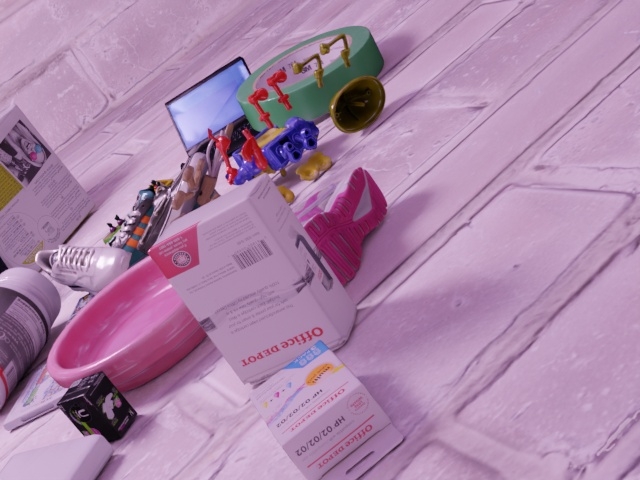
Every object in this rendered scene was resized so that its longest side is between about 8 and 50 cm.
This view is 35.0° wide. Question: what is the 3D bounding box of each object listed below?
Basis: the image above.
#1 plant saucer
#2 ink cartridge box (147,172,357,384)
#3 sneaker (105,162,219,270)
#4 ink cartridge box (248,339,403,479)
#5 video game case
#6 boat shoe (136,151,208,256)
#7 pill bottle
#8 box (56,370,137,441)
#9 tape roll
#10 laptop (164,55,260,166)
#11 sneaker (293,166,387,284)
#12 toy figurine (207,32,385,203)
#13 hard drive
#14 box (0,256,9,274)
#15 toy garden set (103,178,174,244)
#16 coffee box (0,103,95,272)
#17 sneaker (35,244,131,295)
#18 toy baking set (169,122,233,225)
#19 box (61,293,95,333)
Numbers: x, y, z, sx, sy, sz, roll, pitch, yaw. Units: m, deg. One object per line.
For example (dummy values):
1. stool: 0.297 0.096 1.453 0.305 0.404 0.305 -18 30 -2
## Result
1. plant saucer: -0.267 0.122 1.571 0.332 0.084 0.332 -30 21 12
2. ink cartridge box: -0.078 0.051 1.245 0.159 0.218 0.092 -26 17 23
3. sneaker: -0.340 -0.032 1.966 0.302 0.121 0.108 -39 22 -6
4. ink cartridge box: 0.002 0.182 1.055 0.104 0.061 0.181 -38 21 -7
5. video game case: -0.442 0.237 1.680 0.143 0.019 0.157 -27 22 20
6. boat shoe: -0.276 -0.068 1.871 0.219 0.070 0.078 -65 -10 6
7. pill bottle: -0.589 0.179 1.831 0.161 0.161 0.283 -25 23 24
8. box: -0.305 0.231 1.389 0.062 0.083 0.052 -22 23 32
9. tape roll: -0.024 -0.351 2.187 0.321 0.077 0.321 -24 26 12
10. laptop: -0.252 -0.282 2.358 0.234 0.136 0.264 -30 21 15
11. sneaker: 0.000 0.000 1.423 0.111 0.103 0.252 -24 17 38
12. toy figurine: -0.079 -0.206 1.871 0.362 0.191 0.217 -43 17 -23
13. hard drive: -0.409 0.383 1.280 0.203 0.040 0.307 -20 25 36
14. box: -0.872 0.115 2.157 0.395 0.212 0.293 16 52 37
15. toy garden set: -0.352 -0.081 2.194 0.244 0.049 0.204 -10 32 49
16. coffee box: -0.840 -0.068 2.509 0.338 0.334 0.338 -19 28 34
17. sneaker: -0.435 0.046 1.861 0.235 0.095 0.090 -9 54 46
18. toy baking set: -0.210 -0.093 1.855 0.196 0.030 0.256 102 -166 -46
19. box: -0.418 0.127 1.870 0.094 0.027 0.137 -29 21 14
